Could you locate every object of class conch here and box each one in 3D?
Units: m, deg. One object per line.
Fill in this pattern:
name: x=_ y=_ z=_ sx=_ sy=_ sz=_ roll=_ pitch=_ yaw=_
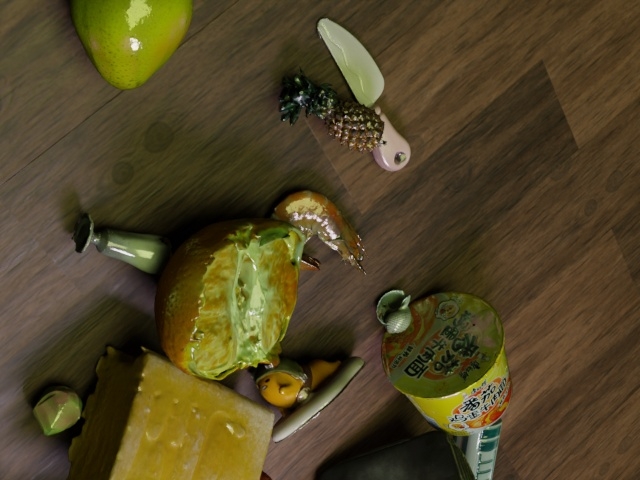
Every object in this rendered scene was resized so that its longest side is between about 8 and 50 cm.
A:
conch: x=0.151 y=0.148 z=2.060 sx=0.056 sy=0.076 sz=0.085 roll=100 pitch=16 yaw=-64

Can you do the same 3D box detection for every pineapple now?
pineapple: x=0.026 y=-0.216 z=1.796 sx=0.221 sy=0.083 sz=0.103 roll=26 pitch=89 yaw=-25

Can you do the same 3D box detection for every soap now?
soap: x=-0.267 y=0.380 z=1.791 sx=0.335 sy=0.156 sz=0.293 roll=35 pitch=59 yaw=-38

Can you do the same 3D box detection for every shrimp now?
shrimp: x=0.000 y=0.000 z=1.905 sx=0.249 sy=0.068 sz=0.150 roll=34 pitch=103 yaw=-32

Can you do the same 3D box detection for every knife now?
knife: x=0.089 y=-0.271 z=1.856 sx=0.081 sy=0.043 sz=0.336 roll=-36 pitch=123 yaw=-14

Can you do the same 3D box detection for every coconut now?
coconut: x=-0.450 y=0.288 z=1.735 sx=0.082 sy=0.081 sz=0.083 roll=-13 pitch=152 yaw=-38

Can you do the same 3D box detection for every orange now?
orange: x=-0.156 y=0.086 z=1.742 sx=0.335 sy=0.196 sz=0.262 roll=-20 pitch=135 yaw=-43

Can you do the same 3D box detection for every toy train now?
toy train: x=0.347 y=0.585 z=2.350 sx=0.086 sy=0.088 sz=0.407 roll=-7 pitch=114 yaw=-30

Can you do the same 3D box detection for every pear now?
pear: x=-0.283 y=-0.337 z=1.517 sx=0.187 sy=0.187 sz=0.219 roll=-17 pitch=126 yaw=-25

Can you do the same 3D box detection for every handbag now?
handbag: x=0.182 y=0.576 z=2.121 sx=0.341 sy=0.247 sz=0.240 roll=-22 pitch=139 yaw=8

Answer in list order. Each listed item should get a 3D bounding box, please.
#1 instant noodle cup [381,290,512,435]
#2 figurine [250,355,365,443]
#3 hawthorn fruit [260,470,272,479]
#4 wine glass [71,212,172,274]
instant noodle cup: x=0.276 y=0.265 z=2.078 sx=0.264 sy=0.264 sz=0.200 roll=-40 pitch=133 yaw=-11
figurine: x=-0.040 y=0.265 z=1.982 sx=0.141 sy=0.166 sz=0.250 roll=51 pitch=49 yaw=0
hawthorn fruit: x=-0.149 y=0.498 z=1.982 sx=0.163 sy=0.163 sz=0.203 roll=36 pitch=72 yaw=-37
wine glass: x=-0.332 y=0.008 z=1.692 sx=0.155 sy=0.072 sz=0.072 roll=18 pitch=100 yaw=-36
